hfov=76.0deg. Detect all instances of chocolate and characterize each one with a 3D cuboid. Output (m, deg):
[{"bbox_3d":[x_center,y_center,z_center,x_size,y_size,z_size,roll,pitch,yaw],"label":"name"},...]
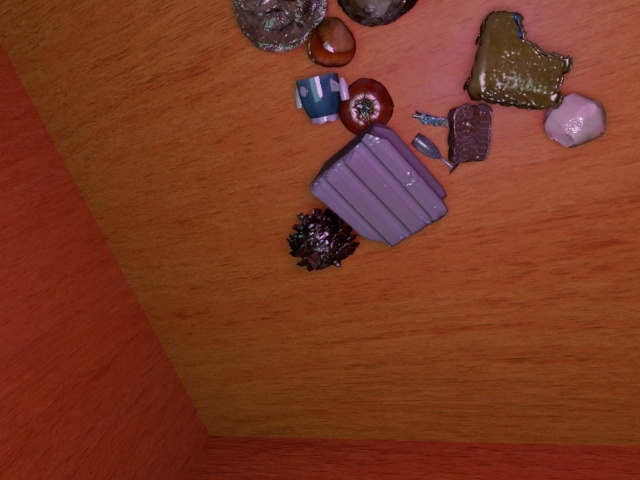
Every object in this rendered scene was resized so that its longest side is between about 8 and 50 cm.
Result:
[{"bbox_3d":[0.541,-0.396,1.508,0.148,0.093,0.214,-7,110,-6],"label":"chocolate"}]

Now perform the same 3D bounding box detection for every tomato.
[{"bbox_3d":[0.171,-0.518,1.602,0.225,0.085,0.225,7,113,17],"label":"tomato"}]

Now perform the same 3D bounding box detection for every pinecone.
[{"bbox_3d":[-0.002,-0.004,1.811,0.298,0.242,0.296,-33,99,8],"label":"pinecone"}]

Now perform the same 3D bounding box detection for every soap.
[{"bbox_3d":[0.238,-0.205,1.614,0.435,0.213,0.350,42,122,-14],"label":"soap"}]

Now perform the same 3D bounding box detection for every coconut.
[{"bbox_3d":[0.850,-0.390,1.361,0.171,0.171,0.183,-60,45,30],"label":"coconut"}]

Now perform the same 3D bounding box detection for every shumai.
[{"bbox_3d":[0.173,-0.892,1.267,0.395,0.348,0.395,5,115,11],"label":"shumai"}]

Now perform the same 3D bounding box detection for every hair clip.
[{"bbox_3d":[0.438,-0.457,1.564,0.173,0.049,0.049,15,118,11],"label":"hair clip"}]

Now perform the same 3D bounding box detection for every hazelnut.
[{"bbox_3d":[0.041,-0.725,1.507,0.182,0.182,0.182,8,117,16],"label":"hazelnut"}]

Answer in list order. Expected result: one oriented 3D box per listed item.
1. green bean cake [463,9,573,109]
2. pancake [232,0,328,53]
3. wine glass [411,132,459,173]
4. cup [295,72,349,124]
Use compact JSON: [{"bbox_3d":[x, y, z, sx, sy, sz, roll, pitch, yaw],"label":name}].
[{"bbox_3d":[0.654,-0.583,1.349,0.310,0.202,0.285,17,107,10],"label":"green bean cake"},{"bbox_3d":[-0.149,-0.902,1.526,0.387,0.082,0.386,4,111,11],"label":"pancake"},{"bbox_3d":[0.445,-0.341,1.600,0.198,0.066,0.066,37,121,-1],"label":"wine glass"},{"bbox_3d":[0.003,-0.547,1.594,0.300,0.167,0.173,11,120,49],"label":"cup"}]
